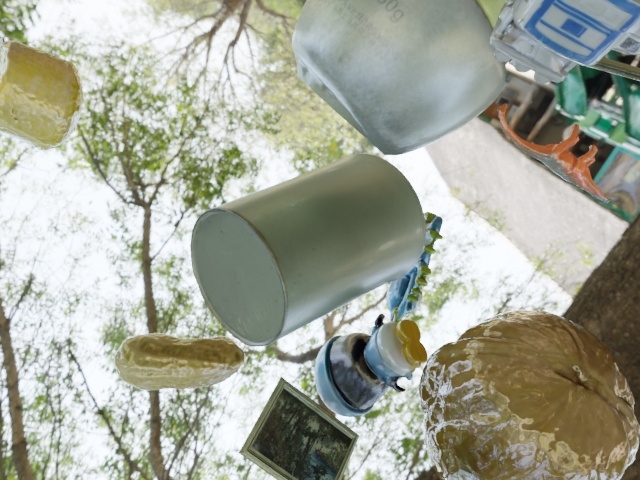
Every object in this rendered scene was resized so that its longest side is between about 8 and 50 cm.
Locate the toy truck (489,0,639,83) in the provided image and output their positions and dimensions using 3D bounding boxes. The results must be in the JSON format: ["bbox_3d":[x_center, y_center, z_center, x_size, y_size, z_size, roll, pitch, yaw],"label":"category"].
[{"bbox_3d":[0.214,-0.223,0.433,0.161,0.177,0.213,29,-122,-2],"label":"toy truck"}]

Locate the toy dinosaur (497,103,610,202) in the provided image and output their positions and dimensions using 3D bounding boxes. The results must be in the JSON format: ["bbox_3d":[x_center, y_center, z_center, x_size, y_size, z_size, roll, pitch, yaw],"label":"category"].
[{"bbox_3d":[0.439,-0.164,0.985,0.279,0.101,0.055,44,175,-3],"label":"toy dinosaur"}]

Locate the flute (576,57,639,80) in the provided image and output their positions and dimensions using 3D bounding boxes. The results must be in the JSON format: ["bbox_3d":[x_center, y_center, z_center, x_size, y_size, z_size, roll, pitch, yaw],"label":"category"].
[{"bbox_3d":[0.386,-0.234,0.721,0.233,0.027,0.027,28,-159,26],"label":"flute"}]

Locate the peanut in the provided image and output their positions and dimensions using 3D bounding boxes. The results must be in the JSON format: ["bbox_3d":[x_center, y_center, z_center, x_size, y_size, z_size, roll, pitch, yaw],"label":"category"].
[{"bbox_3d":[-0.336,0.287,1.296,0.305,0.147,0.147,0,-156,2],"label":"peanut"}]

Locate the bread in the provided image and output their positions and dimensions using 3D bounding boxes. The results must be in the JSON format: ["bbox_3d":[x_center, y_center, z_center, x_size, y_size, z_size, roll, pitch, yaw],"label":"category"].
[{"bbox_3d":[-0.546,-0.273,1.032,0.170,0.197,0.197,21,-160,-40],"label":"bread"}]

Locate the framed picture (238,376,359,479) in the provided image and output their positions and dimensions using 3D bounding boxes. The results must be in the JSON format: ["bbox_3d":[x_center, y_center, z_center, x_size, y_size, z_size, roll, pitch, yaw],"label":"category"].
[{"bbox_3d":[-0.027,0.336,0.890,0.183,0.011,0.142,40,-126,-12],"label":"framed picture"}]

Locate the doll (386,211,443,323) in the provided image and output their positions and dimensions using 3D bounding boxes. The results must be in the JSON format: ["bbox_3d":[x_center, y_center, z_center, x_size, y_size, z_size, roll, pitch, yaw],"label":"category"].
[{"bbox_3d":[0.270,0.087,1.529,0.098,0.342,0.346,24,-162,-6],"label":"doll"}]

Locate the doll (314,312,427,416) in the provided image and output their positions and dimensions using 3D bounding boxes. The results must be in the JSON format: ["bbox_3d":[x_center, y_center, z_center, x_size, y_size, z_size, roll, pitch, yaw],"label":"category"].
[{"bbox_3d":[0.092,0.270,1.141,0.141,0.314,0.177,10,-124,-39],"label":"doll"}]

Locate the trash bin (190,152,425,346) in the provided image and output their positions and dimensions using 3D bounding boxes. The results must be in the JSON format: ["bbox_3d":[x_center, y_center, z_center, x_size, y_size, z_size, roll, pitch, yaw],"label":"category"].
[{"bbox_3d":[0.000,0.000,1.027,0.280,0.281,0.432,38,-140,27],"label":"trash bin"}]

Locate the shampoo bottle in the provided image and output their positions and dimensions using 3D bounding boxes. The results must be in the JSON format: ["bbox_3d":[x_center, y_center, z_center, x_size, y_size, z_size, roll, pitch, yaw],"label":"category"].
[{"bbox_3d":[0.129,-0.306,0.828,0.322,0.317,0.322,48,-177,-4],"label":"shampoo bottle"}]

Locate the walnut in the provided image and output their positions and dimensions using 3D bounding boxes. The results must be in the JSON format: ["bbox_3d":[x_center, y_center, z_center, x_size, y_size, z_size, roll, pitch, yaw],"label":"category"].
[{"bbox_3d":[0.290,0.256,0.792,0.332,0.333,0.333,22,-157,-10],"label":"walnut"}]
